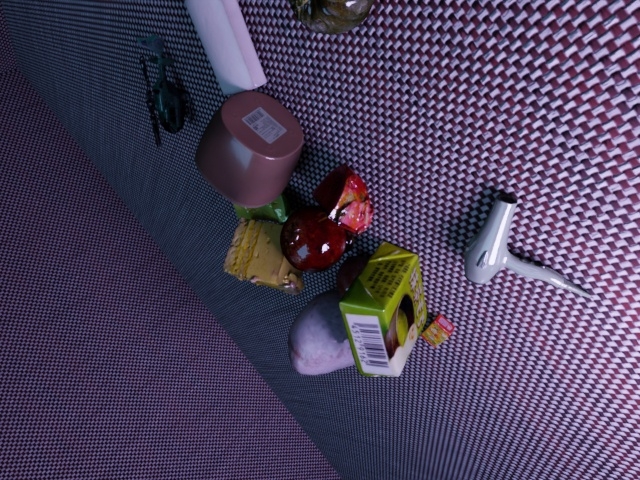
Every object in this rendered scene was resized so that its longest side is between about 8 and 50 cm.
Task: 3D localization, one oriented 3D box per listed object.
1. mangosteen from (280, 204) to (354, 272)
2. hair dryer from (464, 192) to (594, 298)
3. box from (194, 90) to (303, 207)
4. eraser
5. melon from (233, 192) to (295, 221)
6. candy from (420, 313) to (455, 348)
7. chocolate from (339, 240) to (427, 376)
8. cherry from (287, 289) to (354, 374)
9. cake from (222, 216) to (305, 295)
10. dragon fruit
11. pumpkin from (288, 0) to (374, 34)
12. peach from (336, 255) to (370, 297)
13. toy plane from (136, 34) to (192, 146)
[{"bbox_3d":[0.000,0.000,1.298,0.215,0.257,0.215,-10,76,44],"label":"mangosteen"},{"bbox_3d":[0.450,0.009,0.893,0.267,0.092,0.229,5,122,31],"label":"hair dryer"},{"bbox_3d":[-0.201,-0.279,1.207,0.301,0.301,0.216,47,142,6],"label":"box"},{"bbox_3d":[-0.267,-0.563,1.158,0.174,0.095,0.270,11,130,46],"label":"eraser"},{"bbox_3d":[-0.188,-0.127,1.476,0.323,0.124,0.196,16,139,37],"label":"melon"},{"bbox_3d":[0.367,0.287,1.284,0.062,0.038,0.122,40,147,16],"label":"candy"},{"bbox_3d":[0.198,0.204,1.192,0.137,0.289,0.301,8,129,33],"label":"chocolate"},{"bbox_3d":[0.050,0.332,1.480,0.326,0.335,0.291,-28,83,34],"label":"cherry"},{"bbox_3d":[-0.154,0.062,1.459,0.286,0.227,0.222,11,169,26],"label":"cake"},{"bbox_3d":[0.072,-0.112,1.138,0.262,0.163,0.189,-112,28,-66],"label":"dragon fruit"},{"bbox_3d":[0.012,-0.520,0.798,0.223,0.157,0.224,38,157,19],"label":"pumpkin"},{"bbox_3d":[0.119,0.120,1.336,0.152,0.152,0.152,32,143,27],"label":"peach"},{"bbox_3d":[-0.576,-0.548,1.510,0.106,0.155,0.382,24,122,37],"label":"toy plane"}]
